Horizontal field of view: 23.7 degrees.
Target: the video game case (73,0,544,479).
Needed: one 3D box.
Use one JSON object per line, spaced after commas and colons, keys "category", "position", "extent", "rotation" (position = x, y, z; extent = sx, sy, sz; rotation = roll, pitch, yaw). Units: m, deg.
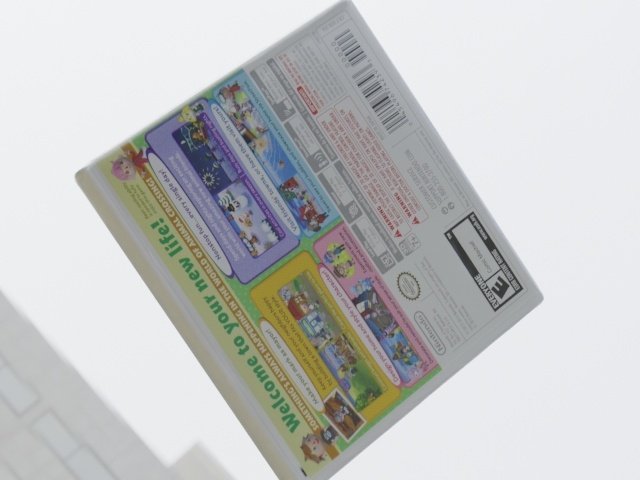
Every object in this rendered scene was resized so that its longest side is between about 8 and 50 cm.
{"category": "video game case", "position": [0.000, 0.000, 0.845], "extent": [0.212, 0.193, 0.023], "rotation": [56, -25, -6]}
